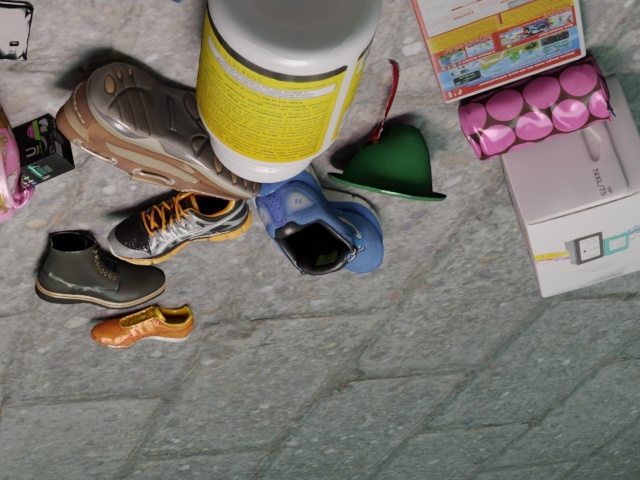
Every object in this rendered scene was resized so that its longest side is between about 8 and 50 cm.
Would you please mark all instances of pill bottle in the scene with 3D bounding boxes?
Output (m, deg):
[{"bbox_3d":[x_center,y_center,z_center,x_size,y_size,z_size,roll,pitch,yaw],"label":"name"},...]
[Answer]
[{"bbox_3d":[-0.048,-0.202,1.594,0.188,0.188,0.334,-8,157,-13],"label":"pill bottle"}]

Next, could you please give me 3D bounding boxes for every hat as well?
[{"bbox_3d":[0.113,-0.159,1.950,0.173,0.183,0.208,6,-172,-24],"label":"hat"}]

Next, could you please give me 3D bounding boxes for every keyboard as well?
[{"bbox_3d":[-0.424,-0.235,1.542,0.192,0.038,0.100,1,126,-26],"label":"keyboard"}]

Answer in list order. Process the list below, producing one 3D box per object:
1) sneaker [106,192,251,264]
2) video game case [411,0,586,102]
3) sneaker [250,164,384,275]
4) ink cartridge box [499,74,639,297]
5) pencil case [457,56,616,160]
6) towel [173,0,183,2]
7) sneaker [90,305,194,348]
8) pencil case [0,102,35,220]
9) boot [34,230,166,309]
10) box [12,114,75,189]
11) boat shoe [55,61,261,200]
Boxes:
[{"bbox_3d":[-0.205,-0.032,1.977,0.215,0.084,0.083,-19,151,-13],"label":"sneaker"},{"bbox_3d":[0.231,-0.286,1.765,0.204,0.025,0.285,-18,152,6],"label":"video game case"},{"bbox_3d":[0.000,0.000,2.059,0.130,0.147,0.330,-26,151,22],"label":"sneaker"},{"bbox_3d":[0.385,-0.075,2.054,0.197,0.198,0.270,-17,152,6],"label":"ink cartridge box"},{"bbox_3d":[0.301,-0.178,1.922,0.209,0.095,0.098,-17,127,11],"label":"pencil case"},{"bbox_3d":[-0.143,-0.312,1.523,0.119,0.029,0.067,-32,148,30],"label":"towel"},{"bbox_3d":[-0.296,0.136,2.282,0.175,0.064,0.067,-8,133,-24],"label":"sneaker"},{"bbox_3d":[-0.544,-0.071,1.628,0.386,0.160,0.167,-14,139,-6],"label":"pencil case"},{"bbox_3d":[-0.320,0.038,2.059,0.198,0.077,0.137,-5,146,-21],"label":"boot"},{"bbox_3d":[-0.366,-0.111,1.756,0.083,0.062,0.052,-21,153,13],"label":"box"},{"bbox_3d":[-0.203,-0.128,1.765,0.116,0.123,0.324,-23,146,30],"label":"boat shoe"}]
